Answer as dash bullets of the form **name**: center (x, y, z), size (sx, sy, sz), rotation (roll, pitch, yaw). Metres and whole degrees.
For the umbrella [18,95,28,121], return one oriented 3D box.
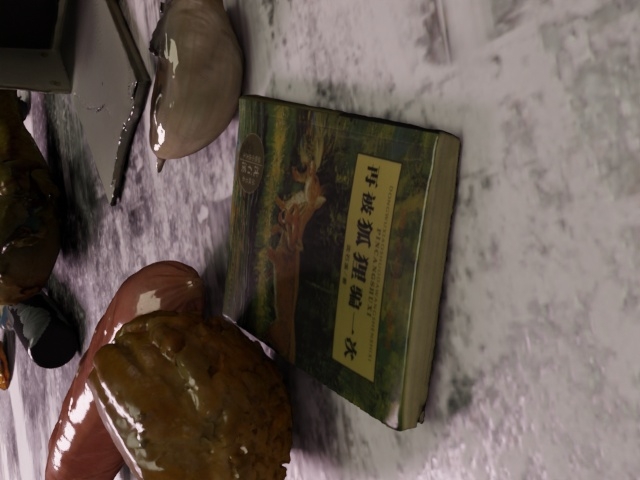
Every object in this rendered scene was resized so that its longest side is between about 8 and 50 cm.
- **umbrella**: center (-0.431, -0.170, 1.298), size (0.133, 0.031, 0.036), rotation (-11, 106, 60)

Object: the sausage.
- **sausage**: center (-0.184, 0.137, 0.843), size (0.433, 0.088, 0.087), rotation (-54, 48, 47)

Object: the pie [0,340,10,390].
- **pie**: center (-0.510, 0.186, 1.461), size (0.088, 0.033, 0.191), rotation (58, 152, 16)

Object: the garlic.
- **garlic**: center (-0.090, -0.110, 0.683), size (0.084, 0.066, 0.152), rotation (-97, 17, -74)

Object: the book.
- **book**: center (0.000, 0.000, 0.566), size (0.228, 0.024, 0.160), rotation (24, 112, 58)

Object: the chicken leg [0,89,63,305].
- **chicken leg**: center (-0.401, -0.069, 1.152), size (0.211, 0.140, 0.361), rotation (-43, 50, 28)

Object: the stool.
- **stool**: center (-0.331, -0.175, 0.906), size (0.269, 0.244, 0.170), rotation (63, 143, 35)

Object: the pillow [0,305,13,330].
- **pillow**: center (-0.449, 0.003, 1.347), size (0.189, 0.034, 0.255), rotation (-15, 79, 58)

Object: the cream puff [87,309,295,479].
- **cream puff**: center (-0.079, 0.112, 0.614), size (0.165, 0.115, 0.150), rotation (48, 163, 37)

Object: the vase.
- **vase**: center (-0.359, 0.092, 1.166), size (0.211, 0.060, 0.059), rotation (31, 120, 54)
